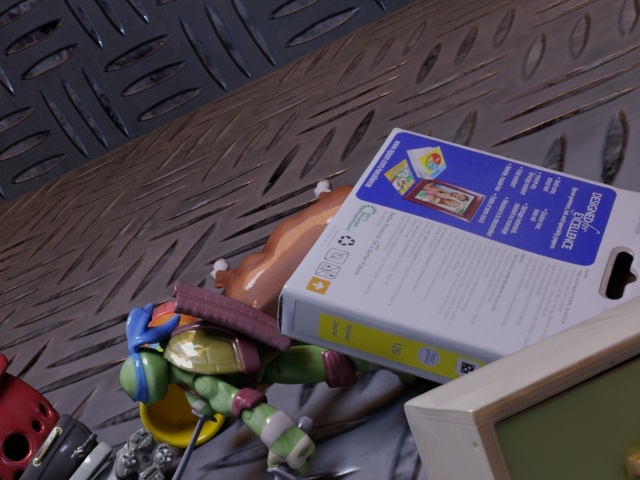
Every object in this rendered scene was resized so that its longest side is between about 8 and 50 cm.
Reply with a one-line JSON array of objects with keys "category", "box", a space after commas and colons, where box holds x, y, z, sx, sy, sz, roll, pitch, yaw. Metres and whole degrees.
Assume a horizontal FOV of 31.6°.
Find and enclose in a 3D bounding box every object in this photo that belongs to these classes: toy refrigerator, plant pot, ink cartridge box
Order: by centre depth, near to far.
[{"category": "toy refrigerator", "box": [0.200, 0.102, 0.718, 0.270, 0.102, 0.094, -20, 3, -24]}, {"category": "ink cartridge box", "box": [0.160, 0.022, 1.056, 0.307, 0.072, 0.303, 18, 38, 14]}, {"category": "plant pot", "box": [-0.414, 0.240, 1.363, 0.191, 0.174, 0.191, -30, 16, 10]}]

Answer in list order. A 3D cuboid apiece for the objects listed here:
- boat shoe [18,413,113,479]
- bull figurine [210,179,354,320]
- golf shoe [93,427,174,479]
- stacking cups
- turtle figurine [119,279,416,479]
[{"category": "boat shoe", "box": [-0.316, 0.283, 1.177, 0.227, 0.069, 0.081, -48, -2, -5]}, {"category": "bull figurine", "box": [0.000, 0.000, 1.442, 0.310, 0.101, 0.188, -34, 14, -13]}, {"category": "golf shoe", "box": [-0.223, 0.277, 1.166, 0.176, 0.069, 0.086, -45, 0, -39]}, {"category": "stacking cups", "box": [-0.176, 0.140, 1.358, 0.096, 0.096, 0.316, -32, 19, -2]}, {"category": "turtle figurine", "box": [-0.049, 0.163, 1.094, 0.266, 0.274, 0.198, -17, -10, -19]}]
